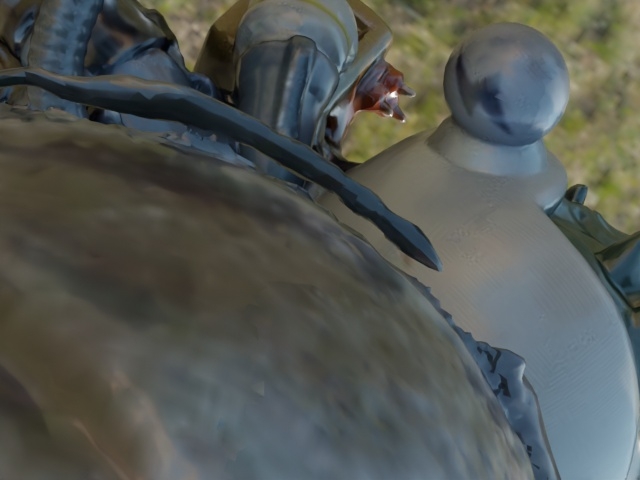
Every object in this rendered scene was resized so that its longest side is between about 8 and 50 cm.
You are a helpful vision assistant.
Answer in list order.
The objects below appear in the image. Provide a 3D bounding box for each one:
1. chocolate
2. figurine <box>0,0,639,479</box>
[{"bbox_3d":[-0.074,0.131,0.439,0.303,0.213,0.303,0,112,0],"label":"chocolate"},{"bbox_3d":[0.000,0.001,0.798,0.186,0.382,0.261,-41,167,-33],"label":"figurine"}]
